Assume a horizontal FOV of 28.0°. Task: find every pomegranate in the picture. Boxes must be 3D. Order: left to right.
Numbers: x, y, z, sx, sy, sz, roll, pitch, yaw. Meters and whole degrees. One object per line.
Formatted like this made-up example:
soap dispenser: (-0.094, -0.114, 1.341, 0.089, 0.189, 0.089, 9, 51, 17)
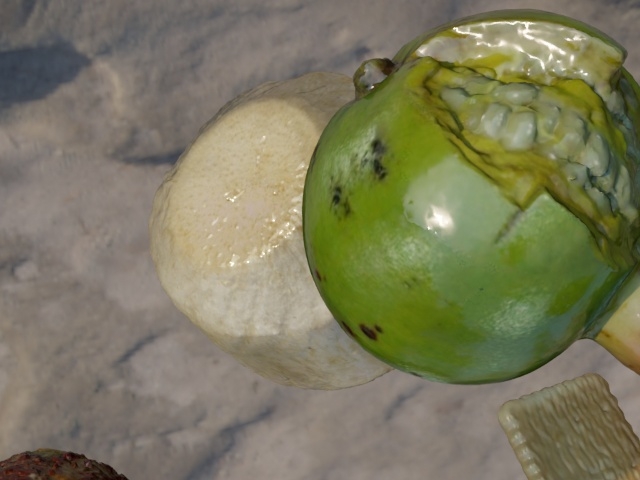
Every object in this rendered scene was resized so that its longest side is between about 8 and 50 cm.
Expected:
pomegranate: (0.136, -0.001, 0.776, 0.302, 0.236, 0.236, 34, 122, 1)

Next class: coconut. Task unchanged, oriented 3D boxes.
coconut: (0.000, 0.000, 1.243, 0.328, 0.329, 0.329, -11, 136, -11)

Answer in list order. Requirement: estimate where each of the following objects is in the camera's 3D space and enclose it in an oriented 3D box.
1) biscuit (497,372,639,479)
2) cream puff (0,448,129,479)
biscuit: (0.272, 0.255, 1.233, 0.160, 0.250, 0.030, -12, 160, -39)
cream puff: (-0.150, 0.175, 0.657, 0.149, 0.149, 0.084, -5, 169, -16)
